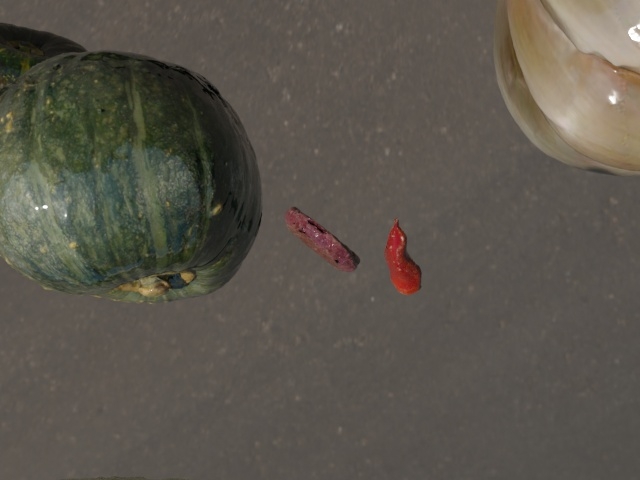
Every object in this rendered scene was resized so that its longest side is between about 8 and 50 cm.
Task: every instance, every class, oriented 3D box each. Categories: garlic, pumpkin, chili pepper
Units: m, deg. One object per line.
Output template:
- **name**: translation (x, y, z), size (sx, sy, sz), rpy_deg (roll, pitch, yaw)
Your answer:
- **garlic**: translation (0.224, -0.173, 0.900), size (0.132, 0.325, 0.279), rpy_deg (-22, 167, 1)
- **pumpkin**: translation (-0.468, -0.223, 1.649), size (0.260, 0.260, 0.189), rpy_deg (15, 113, -6)
- **pumpkin**: translation (-0.210, -0.059, 1.118), size (0.292, 0.257, 0.327), rpy_deg (-8, 167, -3)
- **chili pepper**: translation (0.092, 0.023, 1.210), size (0.027, 0.045, 0.178), rpy_deg (-38, 156, -11)

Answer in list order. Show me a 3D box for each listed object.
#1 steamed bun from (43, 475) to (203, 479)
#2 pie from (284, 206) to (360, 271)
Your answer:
- **steamed bun**: translation (-0.150, 0.320, 0.867), size (0.334, 0.232, 0.312), rpy_deg (-3, 171, 31)
- **pie**: translation (0.000, 0.000, 1.640), size (0.153, 0.153, 0.038), rpy_deg (39, 88, -23)
